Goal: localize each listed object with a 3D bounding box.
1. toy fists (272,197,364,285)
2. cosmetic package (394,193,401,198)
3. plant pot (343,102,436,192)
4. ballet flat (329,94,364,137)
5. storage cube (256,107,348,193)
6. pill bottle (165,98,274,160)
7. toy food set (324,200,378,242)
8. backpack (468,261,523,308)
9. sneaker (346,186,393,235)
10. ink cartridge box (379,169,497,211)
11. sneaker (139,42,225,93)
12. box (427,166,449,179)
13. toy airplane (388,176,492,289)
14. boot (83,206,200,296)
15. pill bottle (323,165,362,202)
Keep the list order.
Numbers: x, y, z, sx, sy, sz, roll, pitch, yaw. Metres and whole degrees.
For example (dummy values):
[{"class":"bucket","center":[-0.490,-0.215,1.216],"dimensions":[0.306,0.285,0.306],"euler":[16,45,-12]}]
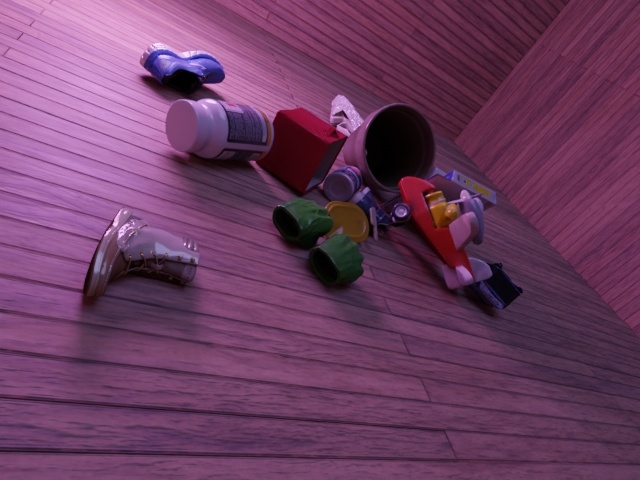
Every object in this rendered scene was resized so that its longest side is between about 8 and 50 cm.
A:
[{"class":"toy fists","center":[0.000,0.000,1.121],"dimensions":[0.279,0.096,0.142],"euler":[48,40,17]},{"class":"cosmetic package","center":[0.439,-0.159,1.829],"dimensions":[0.231,0.117,0.085],"euler":[25,31,-18]},{"class":"plant pot","center":[0.232,-0.350,1.683],"dimensions":[0.323,0.323,0.280],"euler":[21,-1,-27]},{"class":"ballet flat","center":[0.126,-0.586,2.124],"dimensions":[0.147,0.147,0.408],"euler":[9,38,-41]},{"class":"storage cube","center":[-0.058,-0.295,1.382],"dimensions":[0.193,0.215,0.184],"euler":[34,28,7]},{"class":"pill bottle","center":[-0.274,-0.306,1.201],"dimensions":[0.162,0.162,0.278],"euler":[48,29,20]},{"class":"toy food set","center":[0.076,-0.045,1.309],"dimensions":[0.218,0.071,0.128],"euler":[4,71,-39]},{"class":"backpack","center":[0.592,0.151,1.522],"dimensions":[0.158,0.117,0.173],"euler":[48,-3,-10]},{"class":"sneaker","center":[0.174,-0.098,1.480],"dimensions":[0.163,0.086,0.226],"euler":[46,20,-1]},{"class":"ink cartridge box","center":[0.439,-0.153,1.633],"dimensions":[0.307,0.304,0.072],"euler":[23,60,-26]},{"class":"sneaker","center":[-0.442,-0.556,1.466],"dimensions":[0.147,0.130,0.330],"euler":[56,34,5]},{"class":"box","center":[0.489,-0.238,1.892],"dimensions":[0.232,0.058,0.322],"euler":[25,-3,-21]},{"class":"toy airplane","center":[0.441,-0.031,1.430],"dimensions":[0.384,0.272,0.386],"euler":[54,-3,-35]},{"class":"boot","center":[-0.298,0.038,0.746],"dimensions":[0.165,0.077,0.213],"euler":[27,27,-22]},{"class":"pill bottle","center":[0.086,-0.203,1.505],"dimensions":[0.108,0.108,0.180],"euler":[38,28,3]}]
